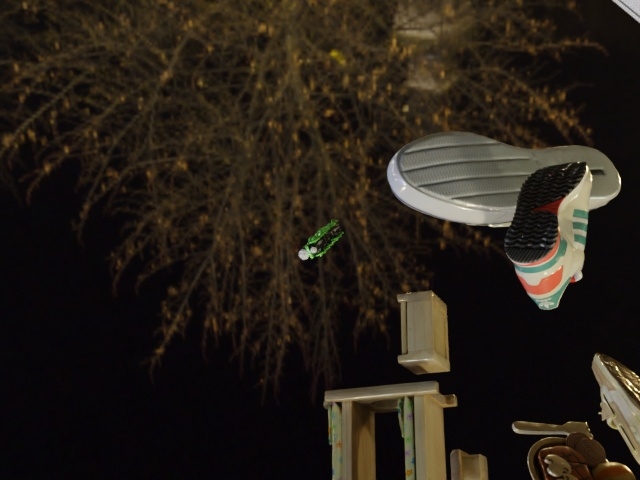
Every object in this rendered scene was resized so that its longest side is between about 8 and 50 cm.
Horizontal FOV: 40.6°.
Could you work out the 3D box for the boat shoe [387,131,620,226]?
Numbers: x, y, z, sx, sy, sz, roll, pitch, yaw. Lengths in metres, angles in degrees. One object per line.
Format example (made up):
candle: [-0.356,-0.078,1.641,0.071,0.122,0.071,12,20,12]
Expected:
boat shoe: [0.205,-0.052,0.986,0.302,0.094,0.109,1,-121,-25]

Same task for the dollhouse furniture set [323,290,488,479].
dollhouse furniture set: [0.072,0.157,0.716,0.101,0.161,0.182,-9,-115,23]

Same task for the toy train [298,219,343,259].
toy train: [0.000,0.000,0.762,0.023,0.017,0.083,-24,-173,21]

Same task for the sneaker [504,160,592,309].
sneaker: [0.208,-0.005,0.769,0.057,0.075,0.161,-5,-147,32]

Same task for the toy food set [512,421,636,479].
toy food set: [0.316,0.279,1.045,0.132,0.039,0.192,6,-146,-16]

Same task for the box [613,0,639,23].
box: [0.314,-0.227,0.665,0.087,0.169,0.290,-40,-107,-15]

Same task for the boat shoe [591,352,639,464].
boat shoe: [0.277,0.153,0.787,0.050,0.045,0.135,24,-159,-17]
